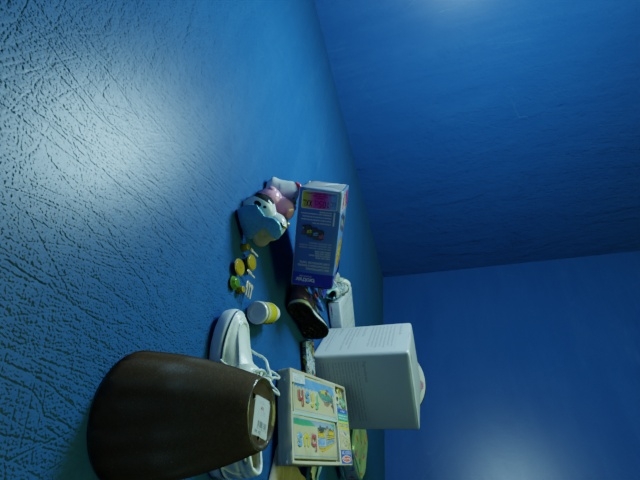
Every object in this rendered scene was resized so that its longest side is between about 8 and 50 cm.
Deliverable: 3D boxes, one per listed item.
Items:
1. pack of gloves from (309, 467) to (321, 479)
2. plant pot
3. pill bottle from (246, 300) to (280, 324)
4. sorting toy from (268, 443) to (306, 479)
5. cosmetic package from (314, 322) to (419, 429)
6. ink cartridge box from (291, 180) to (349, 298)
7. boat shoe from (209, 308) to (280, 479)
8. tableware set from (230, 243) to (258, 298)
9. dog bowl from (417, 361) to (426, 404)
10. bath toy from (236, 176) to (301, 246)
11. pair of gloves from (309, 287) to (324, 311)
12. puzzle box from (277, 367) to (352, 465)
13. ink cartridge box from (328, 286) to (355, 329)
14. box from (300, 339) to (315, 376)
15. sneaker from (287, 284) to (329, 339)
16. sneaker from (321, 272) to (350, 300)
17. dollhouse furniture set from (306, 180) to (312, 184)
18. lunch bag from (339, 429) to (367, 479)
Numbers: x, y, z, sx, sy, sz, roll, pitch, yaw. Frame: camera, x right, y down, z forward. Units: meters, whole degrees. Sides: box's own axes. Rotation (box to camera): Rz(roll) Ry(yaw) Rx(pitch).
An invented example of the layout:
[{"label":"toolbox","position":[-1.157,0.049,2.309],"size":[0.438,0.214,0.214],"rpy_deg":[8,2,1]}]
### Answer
[{"label":"pack of gloves","position":[-0.021,0.782,1.485],"size":[0.232,0.046,0.195],"rpy_deg":[-70,161,-54]},{"label":"plant pot","position":[-0.199,0.284,0.658],"size":[0.215,0.230,0.215],"rpy_deg":[-7,90,-75]},{"label":"pill bottle","position":[-0.159,0.209,1.163],"size":[0.116,0.065,0.065],"rpy_deg":[33,51,-70]},{"label":"sorting toy","position":[-0.106,0.733,1.175],"size":[0.193,0.038,0.208],"rpy_deg":[-75,149,-55]},{"label":"cosmetic package","position":[0.209,0.570,1.729],"size":[0.329,0.393,0.327],"rpy_deg":[-28,110,-73]},{"label":"ink cartridge box","position":[0.000,0.000,1.433],"size":[0.270,0.151,0.396],"rpy_deg":[-56,155,-75]},{"label":"boat shoe","position":[-0.160,0.336,0.917],"size":[0.136,0.156,0.367],"rpy_deg":[51,35,-63]},{"label":"tableware set","position":[-0.214,0.078,1.114],"size":[0.104,0.024,0.154],"rpy_deg":[58,29,-50]},{"label":"dog bowl","position":[0.312,0.687,2.021],"size":[0.150,0.408,0.408],"rpy_deg":[68,21,-44]},{"label":"bath toy","position":[-0.138,-0.106,1.279],"size":[0.348,0.129,0.151],"rpy_deg":[-69,148,-62]},{"label":"pair of gloves","position":[-0.035,0.195,1.606],"size":[0.198,0.023,0.159],"rpy_deg":[74,-11,-48]},{"label":"puzzle box","position":[-0.012,0.602,1.350],"size":[0.409,0.052,0.272],"rpy_deg":[42,36,-51]},{"label":"ink cartridge box","position":[0.119,0.434,2.095],"size":[0.324,0.071,0.330],"rpy_deg":[-26,112,-75]},{"label":"box","position":[-0.048,0.451,1.536],"size":[0.094,0.027,0.137],"rpy_deg":[32,53,-69]},{"label":"sneaker","position":[-0.037,0.265,1.531],"size":[0.124,0.107,0.283],"rpy_deg":[-91,165,-44]},{"label":"sneaker","position":[0.060,0.232,1.951],"size":[0.283,0.110,0.122],"rpy_deg":[39,57,-59]},{"label":"dollhouse furniture set","position":[-0.044,-0.158,1.853],"size":[0.151,0.123,0.144],"rpy_deg":[40,30,-14]},{"label":"lunch bag","position":[0.140,0.916,1.855],"size":[0.279,0.107,0.224],"rpy_deg":[-60,137,-68]}]
